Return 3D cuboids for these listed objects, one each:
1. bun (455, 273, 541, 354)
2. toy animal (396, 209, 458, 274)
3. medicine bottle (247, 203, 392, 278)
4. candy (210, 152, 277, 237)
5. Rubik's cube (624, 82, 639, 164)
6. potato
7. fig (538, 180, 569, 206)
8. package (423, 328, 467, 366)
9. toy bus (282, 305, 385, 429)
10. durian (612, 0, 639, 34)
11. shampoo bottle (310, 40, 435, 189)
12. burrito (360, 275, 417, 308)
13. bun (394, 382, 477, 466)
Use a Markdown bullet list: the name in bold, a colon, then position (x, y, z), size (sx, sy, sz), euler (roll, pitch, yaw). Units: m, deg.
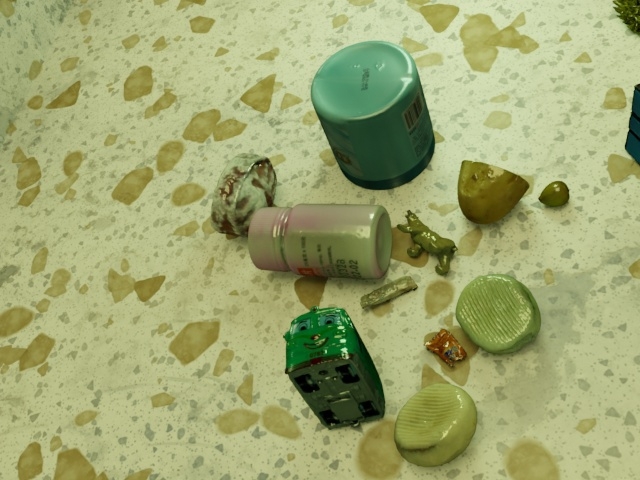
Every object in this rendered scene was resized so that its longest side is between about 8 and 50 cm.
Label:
- **bun**: position (0.466, 0.192, 1.716), size (0.221, 0.108, 0.221), euler (-11, 62, 21)
- **toy animal**: position (0.309, -0.004, 1.909), size (0.101, 0.103, 0.219), euler (-36, 50, -27)
- **medicine bottle**: position (0.000, 0.000, 1.927), size (0.389, 0.219, 0.219), euler (1, 61, 20)
- **candy**: position (-0.238, -0.145, 2.105), size (0.157, 0.214, 0.289), euler (11, 61, 24)
- **Rubik's cube**: position (1.013, -0.297, 1.711), size (0.294, 0.283, 0.288), euler (-30, 54, 2)
- **potato**: position (0.474, -0.123, 1.877), size (0.204, 0.178, 0.158), euler (20, 85, 14)
- **fig**: position (0.662, -0.129, 1.862), size (0.088, 0.074, 0.073), euler (-25, 54, 23)
- **package**: position (0.333, 0.287, 1.748), size (0.077, 0.033, 0.110), euler (-45, 51, 2)
- **toy bus**: position (0.038, 0.318, 1.656), size (0.184, 0.343, 0.199), euler (-14, 47, 10)
- **durian**: position (1.068, -0.772, 2.111), size (0.198, 0.163, 0.394), euler (11, 62, -18)
- **shampoo bottle**: position (0.168, -0.385, 2.028), size (0.332, 0.342, 0.331), euler (-9, 58, 14)
- **burrito**: position (0.192, 0.149, 1.878), size (0.171, 0.042, 0.051), euler (-26, 45, 1)
- **bun**: position (0.291, 0.463, 1.610), size (0.222, 0.127, 0.222), euler (-33, 29, 22)
